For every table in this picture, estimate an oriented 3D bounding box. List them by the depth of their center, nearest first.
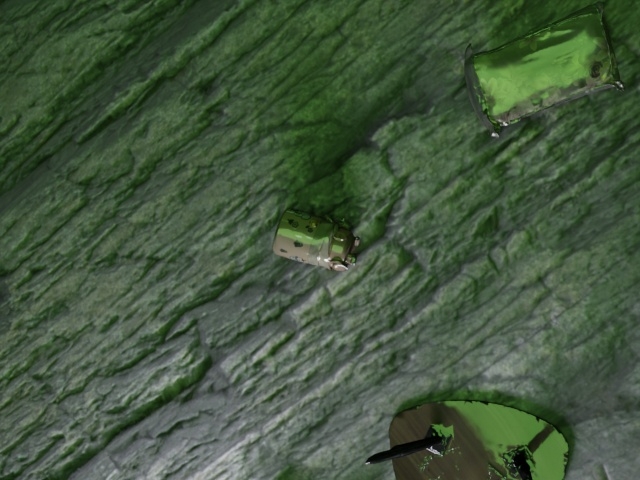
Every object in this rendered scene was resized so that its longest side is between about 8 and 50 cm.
[{"bbox_3d":[0.244,0.404,1.615,0.318,0.249,0.317,0,91,19],"label":"table"}]

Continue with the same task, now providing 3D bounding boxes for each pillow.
[{"bbox_3d":[0.371,-0.282,1.666,0.255,0.059,0.169,-18,85,16],"label":"pillow"}]

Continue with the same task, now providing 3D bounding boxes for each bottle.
[{"bbox_3d":[0.000,0.001,1.780,0.152,0.099,0.098,15,96,11],"label":"bottle"}]
